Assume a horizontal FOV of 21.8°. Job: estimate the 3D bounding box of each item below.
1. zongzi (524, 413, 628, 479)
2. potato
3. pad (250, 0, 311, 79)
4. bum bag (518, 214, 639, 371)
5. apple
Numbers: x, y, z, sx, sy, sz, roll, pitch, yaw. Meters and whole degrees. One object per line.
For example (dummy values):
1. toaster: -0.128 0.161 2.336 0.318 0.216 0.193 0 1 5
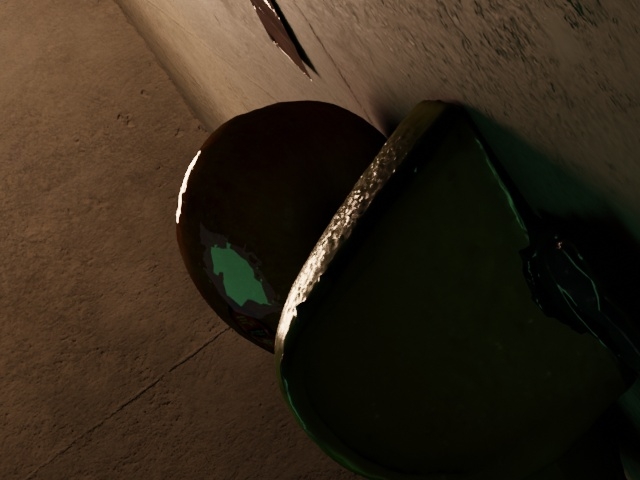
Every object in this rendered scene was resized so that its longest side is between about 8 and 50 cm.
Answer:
1. zongzi: 0.167 0.149 1.826 0.393 0.174 0.356 53 179 -7
2. potato: 0.079 0.075 1.541 0.330 0.280 0.213 53 173 -17
3. pad: -0.067 -0.280 1.973 0.113 0.006 0.187 49 172 46
4. bum bag: 0.210 0.040 1.329 0.123 0.060 0.248 53 176 -3
5. apple: 0.000 0.000 1.821 0.309 0.277 0.250 27 -174 -41
